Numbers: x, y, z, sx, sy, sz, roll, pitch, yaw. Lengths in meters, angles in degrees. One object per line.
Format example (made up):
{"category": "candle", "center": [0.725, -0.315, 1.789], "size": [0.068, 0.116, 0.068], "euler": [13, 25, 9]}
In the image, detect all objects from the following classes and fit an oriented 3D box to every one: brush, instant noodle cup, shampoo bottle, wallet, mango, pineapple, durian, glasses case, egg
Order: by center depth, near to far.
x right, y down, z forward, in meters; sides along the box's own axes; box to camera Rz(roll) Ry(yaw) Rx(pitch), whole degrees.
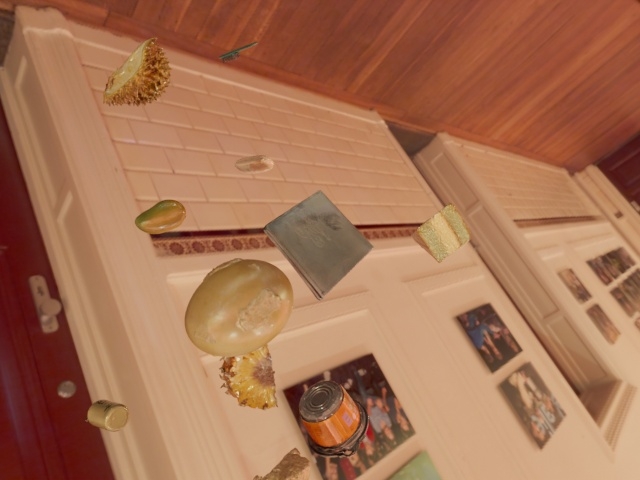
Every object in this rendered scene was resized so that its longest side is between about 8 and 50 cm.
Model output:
{"category": "egg", "center": [-0.139, 0.114, 0.774], "size": [0.201, 0.164, 0.164], "euler": [-32, 166, -37]}
{"category": "pineapple", "center": [-0.184, 0.320, 1.075], "size": [0.135, 0.079, 0.233], "euler": [-18, 112, -22]}
{"category": "instant noodle cup", "center": [0.021, 0.453, 1.170], "size": [0.177, 0.125, 0.208], "euler": [-39, -153, -21]}
{"category": "wallet", "center": [-0.001, 0.001, 1.259], "size": [0.290, 0.251, 0.054], "euler": [-37, 175, -45]}
{"category": "durian", "center": [-0.553, -0.495, 1.358], "size": [0.252, 0.139, 0.144], "euler": [-45, 162, 10]}
{"category": "shampoo bottle", "center": [-0.657, 0.529, 1.359], "size": [0.162, 0.079, 0.079], "euler": [-5, 177, 37]}
{"category": "brush", "center": [-0.278, -0.643, 1.527], "size": [0.193, 0.032, 0.043], "euler": [4, -141, 39]}
{"category": "glasses case", "center": [-0.288, -0.328, 1.932], "size": [0.204, 0.051, 0.081], "euler": [-3, 155, 40]}
{"category": "mango", "center": [-0.810, -0.116, 2.268], "size": [0.251, 0.156, 0.114], "euler": [-29, -173, -26]}

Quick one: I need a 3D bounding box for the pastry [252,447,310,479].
{"category": "pastry", "center": [-0.098, 0.575, 1.034], "size": [0.121, 0.089, 0.258], "euler": [-59, 159, 2]}

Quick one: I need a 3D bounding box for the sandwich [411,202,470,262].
{"category": "sandwich", "center": [0.293, -0.049, 1.188], "size": [0.117, 0.187, 0.144], "euler": [-37, 117, 4]}
